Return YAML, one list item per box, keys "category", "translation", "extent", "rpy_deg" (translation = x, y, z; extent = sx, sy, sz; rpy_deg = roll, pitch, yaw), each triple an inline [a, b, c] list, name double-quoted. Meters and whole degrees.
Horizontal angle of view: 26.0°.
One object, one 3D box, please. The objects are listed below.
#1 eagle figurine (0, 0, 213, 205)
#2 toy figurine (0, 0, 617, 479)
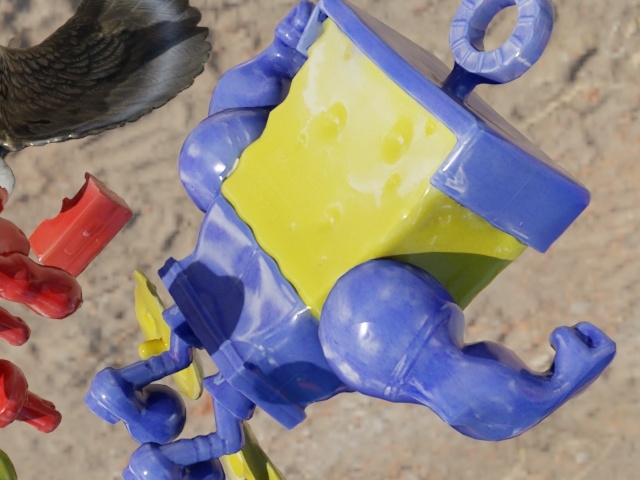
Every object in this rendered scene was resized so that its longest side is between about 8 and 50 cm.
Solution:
- category: "eagle figurine"
  translation: [-0.238, -0.113, 1.027]
  extent: [0.226, 0.225, 0.298]
  rpy_deg: [29, -167, 24]
- category: "toy figurine"
  translation: [0.000, 0.000, 0.439]
  extent: [0.217, 0.362, 0.191]
  rpy_deg: [-48, 131, 7]
